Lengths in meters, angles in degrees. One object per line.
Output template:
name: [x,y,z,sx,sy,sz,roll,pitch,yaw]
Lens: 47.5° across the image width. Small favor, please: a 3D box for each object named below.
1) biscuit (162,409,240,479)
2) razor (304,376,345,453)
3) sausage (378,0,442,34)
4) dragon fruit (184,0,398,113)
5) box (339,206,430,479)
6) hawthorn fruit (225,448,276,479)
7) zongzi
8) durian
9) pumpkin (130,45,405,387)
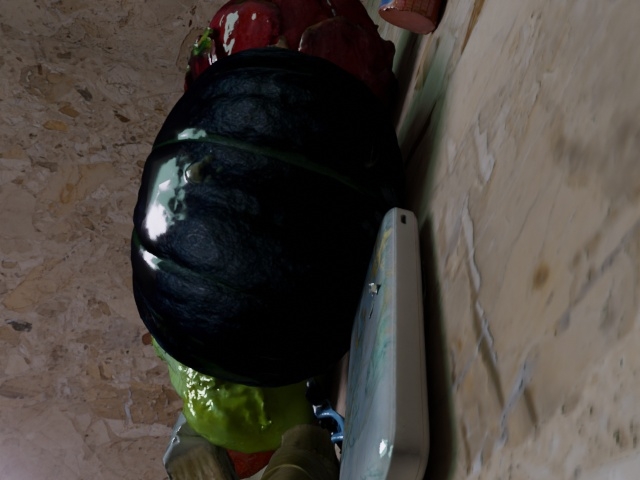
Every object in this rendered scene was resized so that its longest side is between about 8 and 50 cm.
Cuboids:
biscuit: [-0.137,0.378,1.009,0.186,0.079,0.309,-168,54,-85]
razor: [0.017,0.198,0.566,0.082,0.042,0.253,61,-170,-17]
sausage: [0.134,-0.383,0.837,0.074,0.074,0.274,-123,48,-85]
dragon fruit: [-0.045,-0.217,1.066,0.329,0.329,0.330,-166,90,-87]
box: [0.045,0.097,0.533,0.285,0.044,0.142,-81,2,-59]
hawthorn fruit: [-0.161,0.371,1.528,0.205,0.205,0.253,-83,18,-66]
zongzi: [-0.019,0.203,0.644,0.160,0.078,0.176,-83,-6,-49]
durian: [-0.106,0.174,1.004,0.340,0.255,0.205,46,114,50]
pumpkin: [-0.054,-0.021,0.800,0.363,0.266,0.364,-169,90,-89]
